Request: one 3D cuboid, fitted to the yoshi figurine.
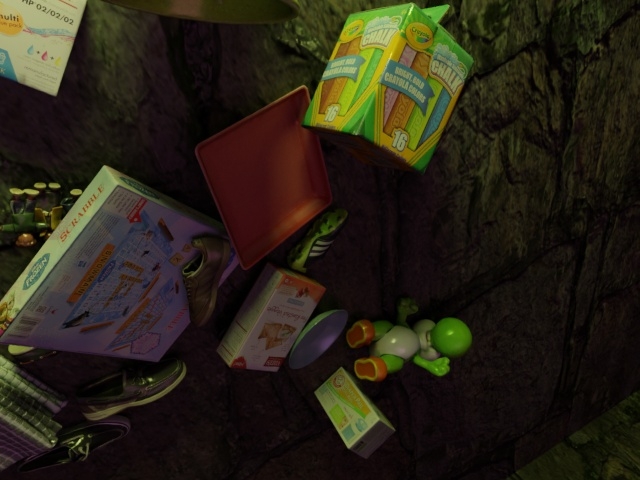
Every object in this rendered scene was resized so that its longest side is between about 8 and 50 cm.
[{"bbox_3d":[0.269,0.273,1.244,0.362,0.203,0.203,-1,112,-32],"label":"yoshi figurine"}]

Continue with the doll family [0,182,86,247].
[{"bbox_3d":[-0.412,-0.036,0.752,0.193,0.076,0.111,-3,115,-31],"label":"doll family"}]

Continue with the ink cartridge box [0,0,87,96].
[{"bbox_3d":[-0.384,-0.304,0.611,0.104,0.061,0.181,16,109,-35],"label":"ink cartridge box"}]

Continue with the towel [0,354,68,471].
[{"bbox_3d":[-0.647,0.330,0.814,0.235,0.121,0.283,-34,129,-6],"label":"towel"}]

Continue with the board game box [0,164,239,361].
[{"bbox_3d":[-0.331,0.068,0.814,0.318,0.066,0.318,-49,145,6],"label":"board game box"}]

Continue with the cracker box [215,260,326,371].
[{"bbox_3d":[-0.107,0.175,1.016,0.156,0.067,0.232,25,97,-51],"label":"cracker box"}]

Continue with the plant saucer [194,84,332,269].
[{"bbox_3d":[-0.099,-0.118,0.847,0.258,0.048,0.259,-40,134,-31],"label":"plant saucer"}]

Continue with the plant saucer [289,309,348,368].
[{"bbox_3d":[-0.014,0.236,1.135,0.195,0.037,0.194,-35,149,-25],"label":"plant saucer"}]

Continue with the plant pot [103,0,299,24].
[{"bbox_3d":[-0.156,-0.427,0.558,0.276,0.276,0.253,-5,108,-27],"label":"plant pot"}]

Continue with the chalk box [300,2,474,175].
[{"bbox_3d":[0.129,-0.291,0.812,0.179,0.180,0.288,21,93,-36],"label":"chalk box"}]

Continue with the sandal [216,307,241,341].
[{"bbox_3d":[-0.161,0.172,1.045,0.179,0.040,0.067,-36,136,-24],"label":"sandal"}]

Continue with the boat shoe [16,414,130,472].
[{"bbox_3d":[-0.525,0.443,0.982,0.220,0.070,0.077,-8,122,-25],"label":"boat shoe"}]

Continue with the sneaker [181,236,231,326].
[{"bbox_3d":[-0.224,0.073,0.831,0.071,0.066,0.188,9,114,-31],"label":"sneaker"}]

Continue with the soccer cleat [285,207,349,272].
[{"bbox_3d":[0.000,0.000,1.017,0.179,0.060,0.072,-44,139,10],"label":"soccer cleat"}]

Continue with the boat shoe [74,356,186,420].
[{"bbox_3d":[-0.399,0.303,0.961,0.224,0.080,0.073,-22,132,-11],"label":"boat shoe"}]

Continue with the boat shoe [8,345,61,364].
[{"bbox_3d":[-0.505,0.193,0.857,0.133,0.049,0.042,-16,130,-18],"label":"boat shoe"}]

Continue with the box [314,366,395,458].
[{"bbox_3d":[0.090,0.467,1.251,0.114,0.203,0.103,-43,130,-1],"label":"box"}]
